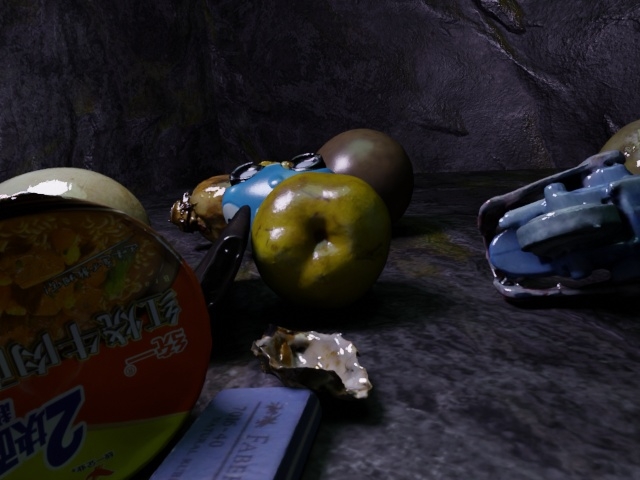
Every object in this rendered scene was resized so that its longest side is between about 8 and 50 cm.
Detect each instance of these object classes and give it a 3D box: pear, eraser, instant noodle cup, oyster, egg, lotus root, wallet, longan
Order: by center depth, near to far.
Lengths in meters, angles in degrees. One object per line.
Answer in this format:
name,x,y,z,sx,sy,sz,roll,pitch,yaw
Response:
eraser,-0.061,0.156,0.298,0.082,0.036,0.225,-4,12,14
instant noodle cup,-0.214,0.074,0.385,0.213,0.213,0.174,-11,6,-27
oyster,-0.016,0.113,0.443,0.103,0.051,0.148,11,10,-12
pear,0.000,0.000,0.640,0.200,0.200,0.200,-5,12,1
wallet,-0.147,0.041,0.654,0.044,0.170,0.321,33,5,-11
egg,-0.388,0.016,0.669,0.295,0.218,0.218,-19,12,0
longan,0.086,-0.133,1.090,0.258,0.258,0.258,-5,12,1
lotus root,-0.183,-0.071,1.097,0.314,0.169,0.141,-2,43,-7

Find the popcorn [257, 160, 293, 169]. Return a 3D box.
popcorn,-0.122,-0.128,1.321,0.204,0.183,0.221,13,4,19

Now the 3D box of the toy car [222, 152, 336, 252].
toy car,-0.071,-0.049,0.925,0.255,0.188,0.190,-7,35,11

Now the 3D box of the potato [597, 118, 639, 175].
potato,0.616,-0.099,0.768,0.326,0.221,0.243,0,19,-29

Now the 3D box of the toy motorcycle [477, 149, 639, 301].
toy motorcycle,0.371,-0.028,0.624,0.319,0.182,0.241,-8,12,-7
